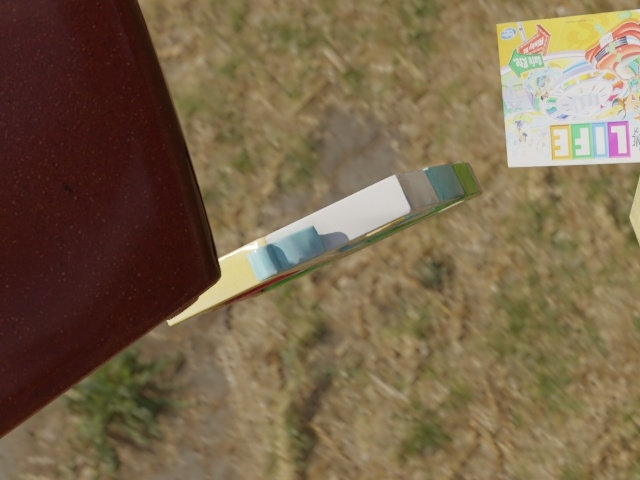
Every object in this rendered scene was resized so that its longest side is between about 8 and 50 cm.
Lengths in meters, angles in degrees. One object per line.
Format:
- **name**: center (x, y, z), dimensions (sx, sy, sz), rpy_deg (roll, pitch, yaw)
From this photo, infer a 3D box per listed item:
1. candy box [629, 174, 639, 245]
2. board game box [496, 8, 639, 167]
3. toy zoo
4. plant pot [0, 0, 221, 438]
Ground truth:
- **candy box**: center (0.390, -0.071, 1.732), dimensions (0.183, 0.316, 0.087), rpy_deg (-16, 67, -4)
- **board game box**: center (0.193, -0.105, 1.328), dimensions (0.154, 0.026, 0.103), rpy_deg (-1, 97, 43)
- **toy zoo**: center (0.000, 0.000, 1.391), dimensions (0.192, 0.293, 0.030), rpy_deg (-25, 87, 17)
- **plant pot**: center (-0.201, -0.015, 0.858), dimensions (0.267, 0.267, 0.236), rpy_deg (-36, 94, -24)
